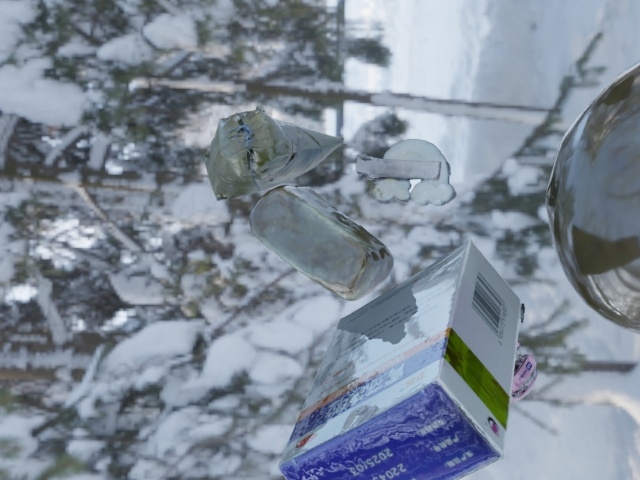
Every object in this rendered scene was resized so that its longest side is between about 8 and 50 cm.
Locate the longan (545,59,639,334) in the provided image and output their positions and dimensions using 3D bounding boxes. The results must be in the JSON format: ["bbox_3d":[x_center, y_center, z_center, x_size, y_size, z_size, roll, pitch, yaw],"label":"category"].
[{"bbox_3d":[0.465,-0.055,1.091,0.336,0.404,0.404,80,-169,-75],"label":"longan"}]

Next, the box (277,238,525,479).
[{"bbox_3d":[0.094,0.143,1.015,0.106,0.200,0.299,50,-153,-11],"label":"box"}]

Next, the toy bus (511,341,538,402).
[{"bbox_3d":[0.207,0.182,1.294,0.063,0.090,0.203,-46,4,-29],"label":"toy bus"}]

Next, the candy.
[{"bbox_3d":[0.000,0.000,1.503,0.104,0.234,0.102,0,-56,-57],"label":"candy"}]

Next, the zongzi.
[{"bbox_3d":[-0.058,-0.172,1.684,0.251,0.274,0.125,143,111,-75],"label":"zongzi"}]

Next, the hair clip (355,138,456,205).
[{"bbox_3d":[0.145,-0.115,1.607,0.049,0.172,0.116,34,-119,-75],"label":"hair clip"}]
